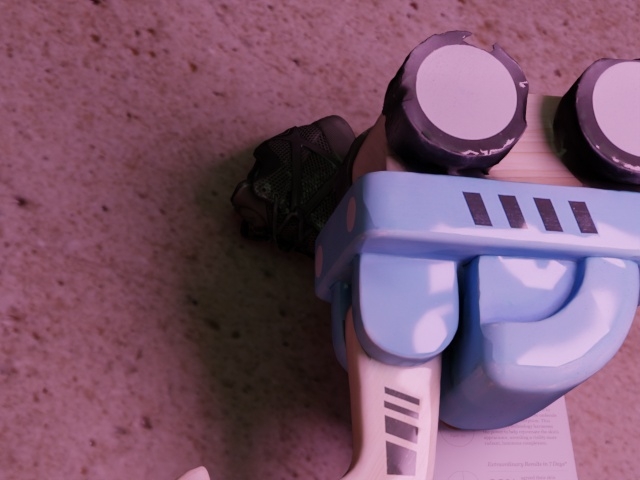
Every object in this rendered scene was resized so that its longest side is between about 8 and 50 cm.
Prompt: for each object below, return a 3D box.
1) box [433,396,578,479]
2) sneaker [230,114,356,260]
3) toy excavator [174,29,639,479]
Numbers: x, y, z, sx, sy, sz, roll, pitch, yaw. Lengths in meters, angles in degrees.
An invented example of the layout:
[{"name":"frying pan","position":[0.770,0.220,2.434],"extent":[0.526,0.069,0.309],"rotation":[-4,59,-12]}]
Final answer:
[{"name":"box","position":[0.137,0.199,1.434],"extent":[0.130,0.091,0.171],"rotation":[2,62,-14]},{"name":"sneaker","position":[0.000,0.000,1.507],"extent":[0.130,0.087,0.228],"rotation":[-16,65,-22]},{"name":"toy excavator","position":[0.082,0.086,1.320],"extent":[0.432,0.222,0.445],"rotation":[4,69,-13]}]
